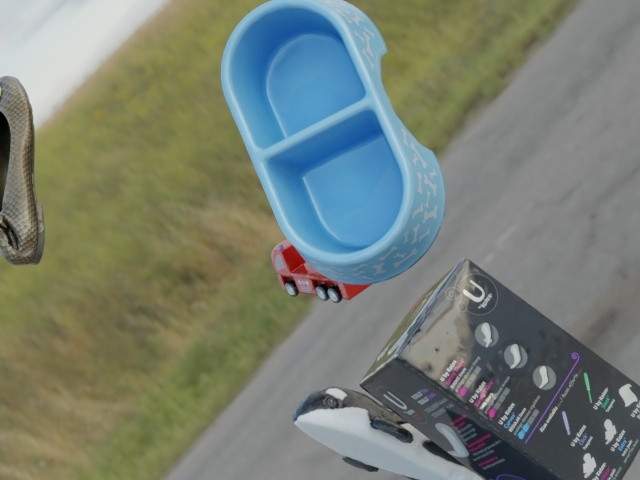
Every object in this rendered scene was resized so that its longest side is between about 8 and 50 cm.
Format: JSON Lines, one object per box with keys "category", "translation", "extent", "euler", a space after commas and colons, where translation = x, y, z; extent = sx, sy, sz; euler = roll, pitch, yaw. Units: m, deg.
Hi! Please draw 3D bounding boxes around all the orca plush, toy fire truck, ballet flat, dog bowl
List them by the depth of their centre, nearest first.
{"category": "dog bowl", "translation": [0.005, -0.102, 1.438], "extent": [0.166, 0.297, 0.074], "euler": [-26, -11, 15]}
{"category": "ballet flat", "translation": [-0.350, -0.081, 1.665], "extent": [0.084, 0.058, 0.250], "euler": [-52, 43, 49]}
{"category": "toy fire truck", "translation": [0.000, 0.000, 1.687], "extent": [0.047, 0.135, 0.192], "euler": [-32, 21, -29]}
{"category": "orca plush", "translation": [0.117, 0.223, 1.807], "extent": [0.151, 0.287, 0.102], "euler": [83, -157, -60]}

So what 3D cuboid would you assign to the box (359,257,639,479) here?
{"category": "box", "translation": [0.203, 0.168, 1.621], "extent": [0.143, 0.270, 0.165], "euler": [-54, 1, -21]}
